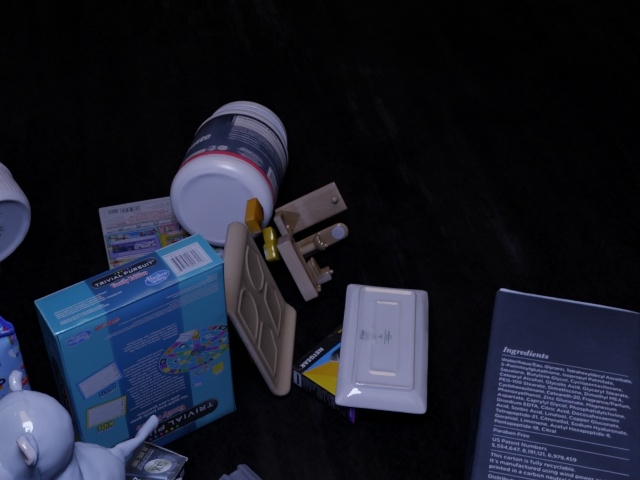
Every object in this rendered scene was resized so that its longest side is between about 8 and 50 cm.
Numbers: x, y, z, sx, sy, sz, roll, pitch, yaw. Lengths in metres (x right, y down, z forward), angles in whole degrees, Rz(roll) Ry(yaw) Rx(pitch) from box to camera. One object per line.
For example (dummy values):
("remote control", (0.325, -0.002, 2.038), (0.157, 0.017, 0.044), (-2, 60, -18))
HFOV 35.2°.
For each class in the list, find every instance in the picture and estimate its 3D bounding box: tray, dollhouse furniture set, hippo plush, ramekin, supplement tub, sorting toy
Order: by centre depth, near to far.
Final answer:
("hippo plush", (-0.333, 0.304, 1.211), (0.294, 0.236, 0.234), (-27, 47, -8))
("tray", (0.106, 0.165, 1.668), (0.145, 0.030, 0.270), (5, 42, 3))
("sorting toy", (-0.106, 0.082, 1.697), (0.041, 0.229, 0.307), (-17, 38, 17))
("dollhouse furniture set", (0.000, 0.000, 1.811), (0.123, 0.144, 0.151), (-25, 14, 9))
("ramekin", (-0.626, -0.040, 1.829), (0.207, 0.207, 0.109), (-33, 61, -31))
("supplement tub", (-0.165, -0.132, 1.923), (0.191, 0.191, 0.272), (5, 34, 5))

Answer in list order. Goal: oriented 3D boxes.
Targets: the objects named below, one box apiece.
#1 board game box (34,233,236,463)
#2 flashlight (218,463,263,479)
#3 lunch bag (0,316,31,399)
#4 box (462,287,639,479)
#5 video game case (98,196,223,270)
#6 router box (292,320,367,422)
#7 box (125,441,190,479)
("board game box", (-0.261, 0.177, 1.492), (0.254, 0.336, 0.079), (-23, 48, -24))
("flashlight", (-0.031, 0.430, 1.393), (0.103, 0.103, 0.304), (-31, 52, -28))
("lunch bag", (-0.600, 0.231, 1.514), (0.293, 0.221, 0.138), (-27, 50, -27))
("box", (0.306, 0.316, 1.382), (0.212, 0.293, 0.395), (9, 44, 8))
("video game case", (-0.305, -0.012, 1.928), (0.213, 0.023, 0.193), (-10, 43, -13))
("router box", (0.060, 0.205, 1.681), (0.133, 0.046, 0.179), (30, 50, 28))
("box", (-0.253, 0.396, 1.394), (0.078, 0.147, 0.180), (17, 45, 18))
